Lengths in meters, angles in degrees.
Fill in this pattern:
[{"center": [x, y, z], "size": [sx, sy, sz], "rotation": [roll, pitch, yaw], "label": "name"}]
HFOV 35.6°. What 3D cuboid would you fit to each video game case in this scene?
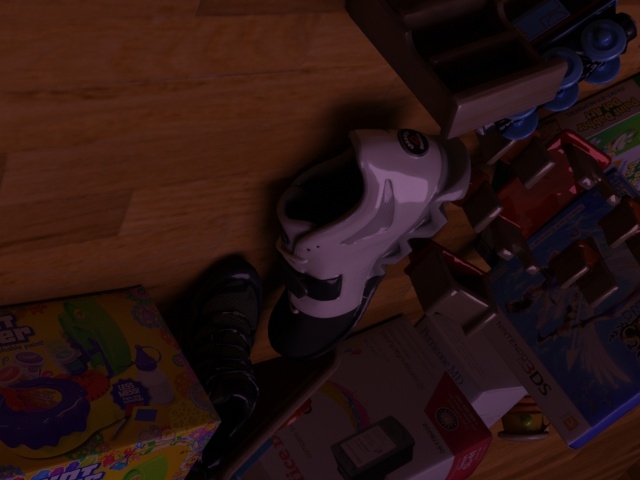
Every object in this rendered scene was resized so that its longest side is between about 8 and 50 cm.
[{"center": [0.351, 0.086, 1.265], "size": [0.269, 0.244, 0.061], "rotation": [-40, 153, 10], "label": "video game case"}]

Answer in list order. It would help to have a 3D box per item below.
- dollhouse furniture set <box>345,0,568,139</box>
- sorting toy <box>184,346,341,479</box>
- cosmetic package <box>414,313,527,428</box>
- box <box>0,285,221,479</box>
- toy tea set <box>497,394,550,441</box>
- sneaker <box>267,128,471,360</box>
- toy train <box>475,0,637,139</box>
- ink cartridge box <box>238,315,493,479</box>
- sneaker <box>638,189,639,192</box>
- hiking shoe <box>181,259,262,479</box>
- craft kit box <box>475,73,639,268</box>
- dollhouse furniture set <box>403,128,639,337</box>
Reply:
[{"center": [0.116, -0.222, 0.723], "size": [0.212, 0.161, 0.242], "rotation": [-22, 150, -22], "label": "dollhouse furniture set"}, {"center": [-0.122, 0.228, 1.160], "size": [0.307, 0.041, 0.229], "rotation": [-23, -162, 50], "label": "sorting toy"}, {"center": [0.191, 0.223, 1.523], "size": [0.151, 0.151, 0.183], "rotation": [2, 135, -48], "label": "cosmetic package"}, {"center": [-0.299, 0.212, 0.947], "size": [0.290, 0.177, 0.279], "rotation": [-8, 142, -41], "label": "box"}, {"center": [0.310, 0.287, 1.806], "size": [0.200, 0.124, 0.336], "rotation": [-2, 175, 10], "label": "toy tea set"}, {"center": [0.000, 0.000, 1.026], "size": [0.146, 0.122, 0.330], "rotation": [11, 132, -31], "label": "sneaker"}, {"center": [0.209, -0.177, 0.957], "size": [0.184, 0.105, 0.080], "rotation": [-34, 162, 0], "label": "toy train"}, {"center": [0.039, 0.263, 1.340], "size": [0.306, 0.226, 0.131], "rotation": [-19, 149, -28], "label": "ink cartridge box"}, {"center": [0.509, -0.128, 1.382], "size": [0.130, 0.087, 0.227], "rotation": [-11, 139, -27], "label": "sneaker"}, {"center": [-0.093, 0.133, 1.023], "size": [0.086, 0.114, 0.226], "rotation": [20, 82, -37], "label": "hiking shoe"}, {"center": [0.330, -0.087, 1.291], "size": [0.247, 0.061, 0.250], "rotation": [-29, 152, -17], "label": "craft kit box"}, {"center": [0.215, -0.023, 1.148], "size": [0.262, 0.135, 0.259], "rotation": [29, 121, -29], "label": "dollhouse furniture set"}]
